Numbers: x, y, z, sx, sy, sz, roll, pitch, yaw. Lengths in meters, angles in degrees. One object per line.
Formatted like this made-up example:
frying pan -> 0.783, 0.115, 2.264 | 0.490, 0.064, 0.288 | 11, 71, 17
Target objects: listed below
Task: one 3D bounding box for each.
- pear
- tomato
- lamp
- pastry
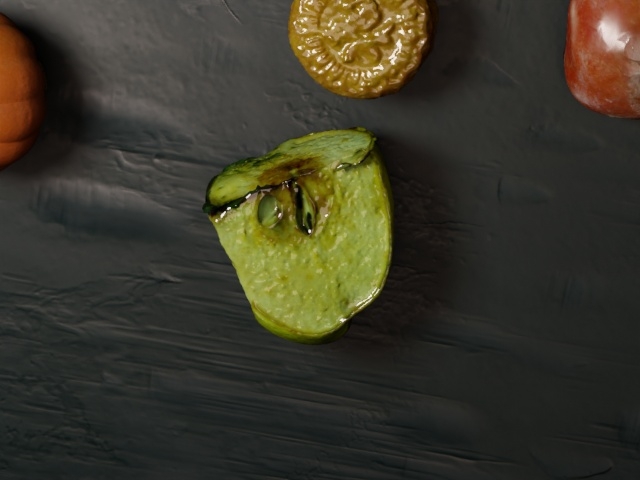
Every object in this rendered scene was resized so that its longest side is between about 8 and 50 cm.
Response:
pear -> 0.000, 0.000, 1.893 | 0.238, 0.164, 0.255 | -24, 109, 0
tomato -> 0.391, -0.247, 1.792 | 0.181, 0.155, 0.214 | -3, 108, 9
lamp -> -0.446, -0.191, 1.844 | 0.223, 0.196, 0.223 | 14, 112, 39
pastry -> 0.054, -0.269, 1.830 | 0.189, 0.103, 0.188 | 1, 107, 4
